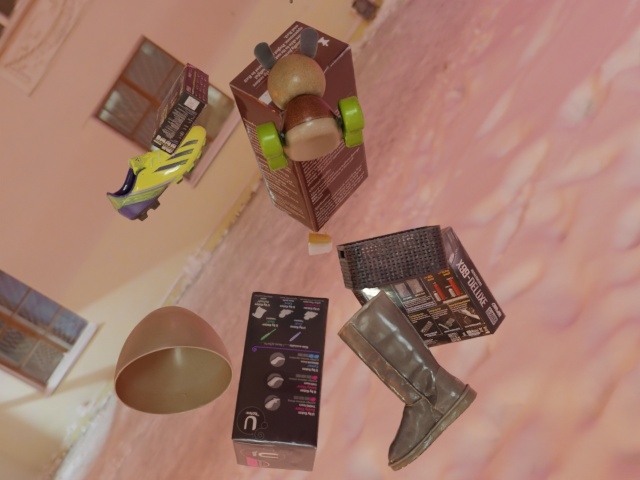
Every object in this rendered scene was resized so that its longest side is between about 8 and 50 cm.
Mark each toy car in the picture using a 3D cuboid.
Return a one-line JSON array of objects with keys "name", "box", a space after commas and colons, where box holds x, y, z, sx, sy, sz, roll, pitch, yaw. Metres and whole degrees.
[{"name": "toy car", "box": [-0.033, -0.225, 1.032, 0.154, 0.189, 0.149, -17, -8, 0]}]

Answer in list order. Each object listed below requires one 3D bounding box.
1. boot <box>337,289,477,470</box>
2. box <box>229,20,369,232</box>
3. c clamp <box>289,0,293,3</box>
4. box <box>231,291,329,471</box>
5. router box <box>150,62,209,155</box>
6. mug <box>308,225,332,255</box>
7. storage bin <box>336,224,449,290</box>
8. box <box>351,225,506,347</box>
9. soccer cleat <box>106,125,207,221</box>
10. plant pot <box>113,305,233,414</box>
[{"name": "boot", "box": [0.102, 0.208, 1.005, 0.190, 0.208, 0.076, -50, -8, 9]}, {"name": "box", "box": [-0.027, -0.205, 1.317, 0.191, 0.143, 0.381, -47, -26, -19]}, {"name": "c clamp", "box": [-0.114, -0.519, 1.223, 0.022, 0.160, 0.137, -46, -24, -42]}, {"name": "box", "box": [-0.067, 0.248, 1.195, 0.165, 0.143, 0.271, 94, 180, -58]}, {"name": "router box", "box": [-0.198, -0.187, 0.956, 0.092, 0.038, 0.122, -51, 25, 22]}, {"name": "mug", "box": [0.000, 0.004, 1.836, 0.078, 0.064, 0.062, 83, -173, -51]}, {"name": "storage bin", "box": [0.129, 0.031, 1.234, 0.122, 0.180, 0.085, 176, 82, -82]}, {"name": "box", "box": [0.227, 0.126, 1.543, 0.307, 0.243, 0.076, -25, 11, 47]}, {"name": "soccer cleat", "box": [-0.387, -0.177, 1.611, 0.289, 0.121, 0.093, -50, 24, -10]}, {"name": "plant pot", "box": [-0.370, 0.277, 1.691, 0.284, 0.284, 0.191, -48, 39, 28]}]
